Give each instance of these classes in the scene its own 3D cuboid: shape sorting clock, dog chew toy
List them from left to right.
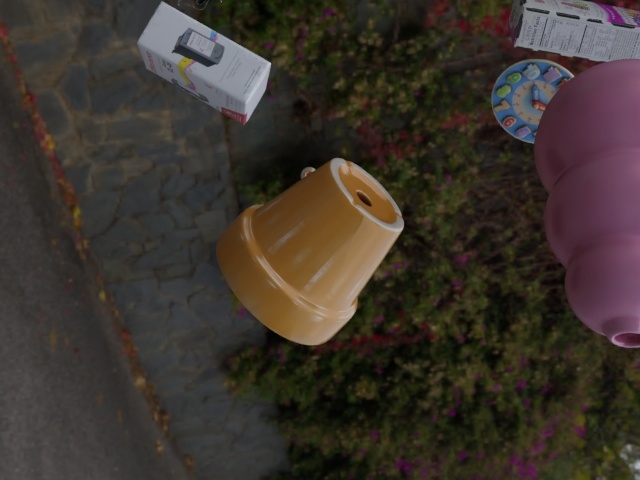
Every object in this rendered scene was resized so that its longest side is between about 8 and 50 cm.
[{"bbox_3d":[0.482,-0.306,1.867,0.040,0.206,0.206,-55,149,-50],"label":"shape sorting clock"},{"bbox_3d":[0.343,-0.040,0.938,0.206,0.207,0.332,92,7,-60],"label":"dog chew toy"}]

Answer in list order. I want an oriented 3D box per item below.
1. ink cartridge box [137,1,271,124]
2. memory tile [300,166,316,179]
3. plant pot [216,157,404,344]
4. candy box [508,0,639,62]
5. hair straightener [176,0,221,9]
[{"bbox_3d":[-0.290,-0.440,2.117,0.131,0.306,0.226,-62,-178,-8],"label":"ink cartridge box"},{"bbox_3d":[-0.010,-0.073,1.776,0.012,0.113,0.148,108,4,-87],"label":"memory tile"},{"bbox_3d":[0.000,0.000,1.100,0.188,0.205,0.205,-46,-147,24],"label":"plant pot"},{"bbox_3d":[0.441,-0.355,1.409,0.159,0.233,0.071,-71,172,-62],"label":"candy box"},{"bbox_3d":[-0.283,-0.636,2.119,0.089,0.230,0.047,58,41,-14],"label":"hair straightener"}]
